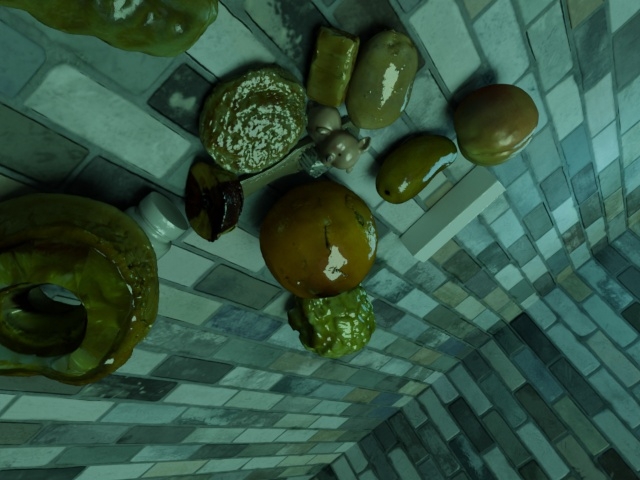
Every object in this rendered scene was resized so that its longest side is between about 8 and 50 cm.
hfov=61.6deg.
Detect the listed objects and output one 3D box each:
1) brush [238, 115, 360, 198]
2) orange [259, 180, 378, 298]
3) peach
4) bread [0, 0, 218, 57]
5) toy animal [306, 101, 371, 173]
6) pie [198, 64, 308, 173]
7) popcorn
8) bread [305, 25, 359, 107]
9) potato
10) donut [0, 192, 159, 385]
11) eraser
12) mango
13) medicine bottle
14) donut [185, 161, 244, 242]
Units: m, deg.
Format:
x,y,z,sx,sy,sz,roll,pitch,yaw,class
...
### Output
x,y,z,sx,sy,sz,roll,pitch,yaw,class
-0.057,-0.136,1.038,0.327,0.065,0.070,-28,149,-8,brush
0.000,0.000,1.101,0.246,0.246,0.246,-23,145,-17,orange
0.381,-0.254,1.174,0.184,0.184,0.184,-23,145,-17,peach
-0.238,-0.301,0.609,0.267,0.130,0.152,6,125,-47,bread
0.025,-0.190,0.975,0.089,0.150,0.083,-36,-171,-10,toy animal
-0.110,-0.204,0.891,0.193,0.079,0.163,-37,133,-3,pie
0.021,0.190,1.403,0.251,0.206,0.237,23,132,-40,popcorn
0.019,-0.289,0.899,0.053,0.074,0.132,-56,170,-43,bread
0.108,-0.283,0.952,0.118,0.109,0.178,15,127,-7,potato
-0.411,0.092,0.823,0.330,0.160,0.330,-2,122,-3,donut
0.357,-0.071,1.464,0.298,0.078,0.076,-45,146,15,eraser
0.218,-0.167,1.208,0.227,0.099,0.136,-32,143,-19,mango
-0.331,0.007,0.940,0.186,0.103,0.103,-40,147,9,medicine bottle
-0.188,-0.069,0.947,0.059,0.140,0.140,-14,143,-43,donut
